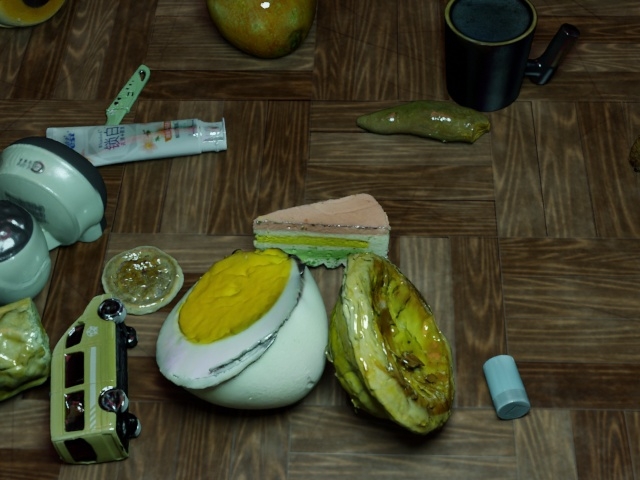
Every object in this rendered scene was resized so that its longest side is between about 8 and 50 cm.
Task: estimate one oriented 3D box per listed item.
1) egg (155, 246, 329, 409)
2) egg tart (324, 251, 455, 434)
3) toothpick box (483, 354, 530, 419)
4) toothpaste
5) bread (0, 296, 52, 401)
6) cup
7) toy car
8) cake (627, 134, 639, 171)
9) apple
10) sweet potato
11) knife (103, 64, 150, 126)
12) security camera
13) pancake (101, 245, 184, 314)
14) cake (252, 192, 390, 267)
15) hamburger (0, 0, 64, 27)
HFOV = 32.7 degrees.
[{"bbox_3d":[-0.103,0.150,1.644,0.264,0.174,0.286,-45,34,-14],"label":"egg"},{"bbox_3d":[0.091,0.154,1.599,0.115,0.290,0.290,-26,47,22],"label":"egg tart"},{"bbox_3d":[0.278,0.220,1.637,0.052,0.052,0.083,-9,50,-5],"label":"toothpick box"},{"bbox_3d":[-0.333,-0.178,1.974,0.323,0.066,0.100,-6,61,-4],"label":"toothpaste"},{"bbox_3d":[-0.533,0.194,1.632,0.268,0.152,0.130,-24,76,-15],"label":"bread"},{"bbox_3d":[0.342,-0.339,2.010,0.239,0.177,0.166,13,52,13],"label":"cup"},{"bbox_3d":[-0.343,0.205,1.644,0.124,0.101,0.256,-9,52,-1],"label":"toy car"},{"bbox_3d":[0.653,-0.128,1.853,0.112,0.135,0.246,-31,56,-22],"label":"cake"},{"bbox_3d":[-0.108,-0.471,2.140,0.237,0.207,0.237,-8,62,15],"label":"apple"},{"bbox_3d":[0.186,-0.220,1.986,0.244,0.077,0.077,7,52,7],"label":"sweet potato"},{"bbox_3d":[-0.388,-0.234,2.056,0.043,0.020,0.293,13,52,14],"label":"knife"},{"bbox_3d":[-0.490,-0.018,1.776,0.197,0.191,0.277,18,54,14],"label":"security camera"},{"bbox_3d":[-0.294,0.063,1.807,0.139,0.022,0.139,-1,51,1],"label":"pancake"},{"bbox_3d":[-0.002,-0.016,1.792,0.225,0.109,0.090,1,49,-7],"label":"cake"},{"bbox_3d":[-0.599,-0.534,2.173,0.237,0.237,0.147,-35,55,-24],"label":"hamburger"}]
